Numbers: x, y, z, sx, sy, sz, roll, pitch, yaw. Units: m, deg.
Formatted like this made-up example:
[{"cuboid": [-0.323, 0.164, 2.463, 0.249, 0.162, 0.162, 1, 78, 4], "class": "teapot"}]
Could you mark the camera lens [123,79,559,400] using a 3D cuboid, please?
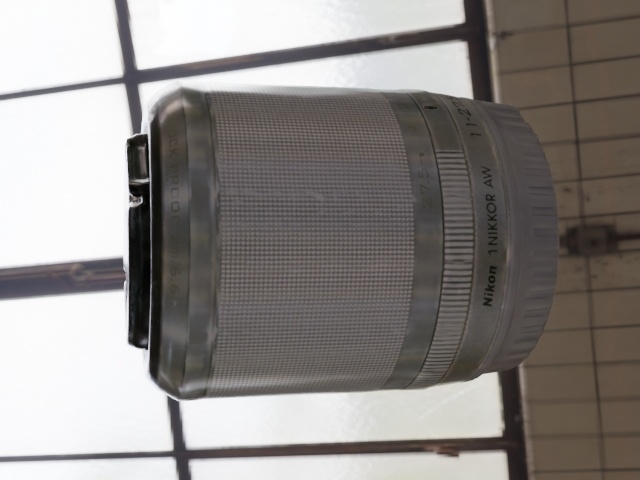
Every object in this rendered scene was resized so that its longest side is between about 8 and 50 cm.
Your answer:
[{"cuboid": [0.000, 0.000, 0.641, 0.219, 0.274, 0.219, 180, 90, -76], "class": "camera lens"}]
